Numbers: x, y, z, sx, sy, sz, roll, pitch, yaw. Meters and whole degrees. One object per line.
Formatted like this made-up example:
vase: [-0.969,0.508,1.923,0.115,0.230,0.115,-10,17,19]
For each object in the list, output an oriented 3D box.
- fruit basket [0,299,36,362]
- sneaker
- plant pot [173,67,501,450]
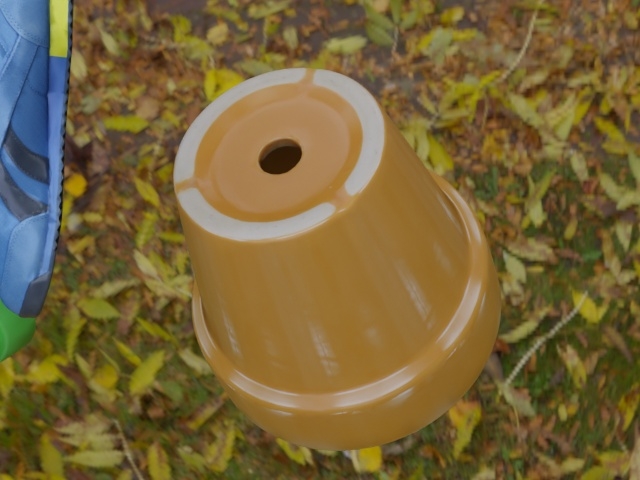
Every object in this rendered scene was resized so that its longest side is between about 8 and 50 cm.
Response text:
fruit basket: [-0.359,-0.058,0.827,0.283,0.392,0.392,-19,63,19]
sneaker: [-0.178,-0.059,0.642,0.082,0.069,0.209,1,107,-14]
plant pot: [0.000,0.000,0.739,0.205,0.188,0.205,-8,54,12]
